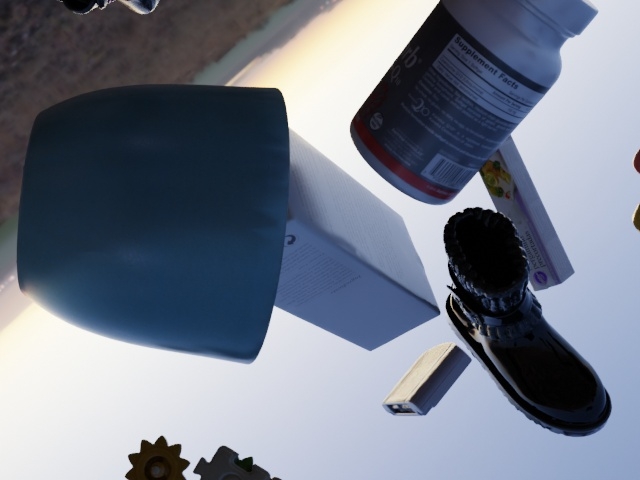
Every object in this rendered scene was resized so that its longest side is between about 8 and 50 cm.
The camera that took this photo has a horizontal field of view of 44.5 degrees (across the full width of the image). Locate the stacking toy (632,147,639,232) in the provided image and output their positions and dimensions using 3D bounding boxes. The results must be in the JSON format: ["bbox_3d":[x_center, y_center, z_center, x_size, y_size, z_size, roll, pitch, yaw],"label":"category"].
[{"bbox_3d":[0.642,-0.117,1.228,0.279,0.130,0.309,7,-143,12],"label":"stacking toy"}]

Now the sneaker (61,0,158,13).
[{"bbox_3d":[-0.204,-0.235,0.706,0.170,0.063,0.075,25,81,-74],"label":"sneaker"}]

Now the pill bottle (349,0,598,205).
[{"bbox_3d":[0.223,-0.246,1.169,0.363,0.210,0.210,-52,-173,27],"label":"pill bottle"}]

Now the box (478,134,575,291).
[{"bbox_3d":[0.362,-0.068,1.433,0.067,0.324,0.063,-27,-178,-44],"label":"box"}]

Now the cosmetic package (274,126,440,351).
[{"bbox_3d":[0.000,0.000,1.277,0.161,0.453,0.230,-32,-127,21],"label":"cosmetic package"}]

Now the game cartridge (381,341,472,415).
[{"bbox_3d":[0.252,0.330,1.860,0.196,0.060,0.294,-43,178,-17],"label":"game cartridge"}]

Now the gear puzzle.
[{"bbox_3d":[-0.108,0.369,1.005,0.175,0.339,0.044,-60,172,-9],"label":"gear puzzle"}]

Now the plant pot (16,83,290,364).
[{"bbox_3d":[-0.177,-0.025,0.804,0.293,0.235,0.293,-175,-90,-76],"label":"plant pot"}]

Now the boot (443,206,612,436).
[{"bbox_3d":[0.315,0.129,1.212,0.131,0.348,0.260,-36,148,-19],"label":"boot"}]
